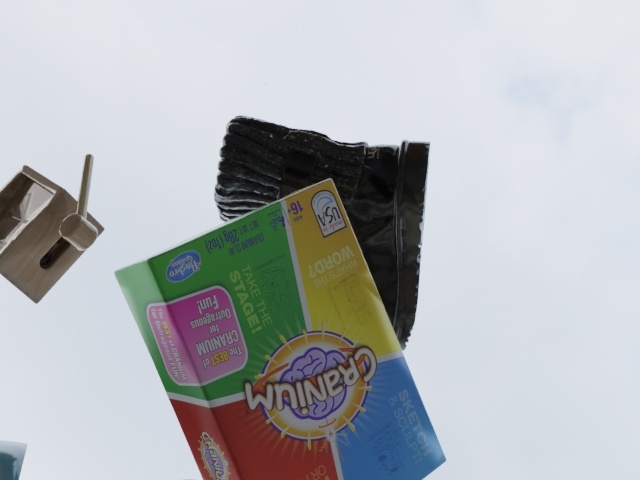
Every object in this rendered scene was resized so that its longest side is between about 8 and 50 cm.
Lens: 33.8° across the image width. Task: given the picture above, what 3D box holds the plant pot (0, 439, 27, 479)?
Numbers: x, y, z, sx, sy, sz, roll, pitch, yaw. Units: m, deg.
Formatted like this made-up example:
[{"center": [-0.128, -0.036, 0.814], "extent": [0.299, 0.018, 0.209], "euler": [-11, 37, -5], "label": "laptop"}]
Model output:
[{"center": [-0.449, 0.344, 1.136], "extent": [0.195, 0.290, 0.290], "euler": [15, -83, -13], "label": "plant pot"}]

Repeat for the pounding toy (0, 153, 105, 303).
[{"center": [-0.321, -0.015, 1.303], "extent": [0.181, 0.206, 0.094], "euler": [-49, -49, -12], "label": "pounding toy"}]

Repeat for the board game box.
[{"center": [-0.028, 0.127, 1.011], "extent": [0.242, 0.064, 0.317], "euler": [-27, -83, -41], "label": "board game box"}]

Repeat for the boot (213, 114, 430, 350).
[{"center": [0.001, -0.003, 1.349], "extent": [0.260, 0.131, 0.348], "euler": [5, -52, 5], "label": "boot"}]
